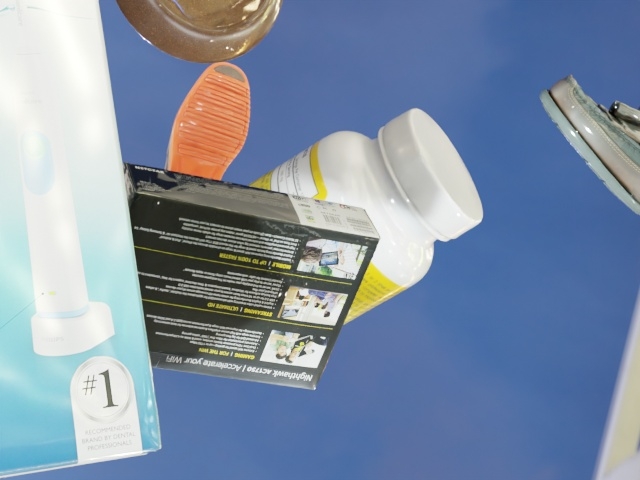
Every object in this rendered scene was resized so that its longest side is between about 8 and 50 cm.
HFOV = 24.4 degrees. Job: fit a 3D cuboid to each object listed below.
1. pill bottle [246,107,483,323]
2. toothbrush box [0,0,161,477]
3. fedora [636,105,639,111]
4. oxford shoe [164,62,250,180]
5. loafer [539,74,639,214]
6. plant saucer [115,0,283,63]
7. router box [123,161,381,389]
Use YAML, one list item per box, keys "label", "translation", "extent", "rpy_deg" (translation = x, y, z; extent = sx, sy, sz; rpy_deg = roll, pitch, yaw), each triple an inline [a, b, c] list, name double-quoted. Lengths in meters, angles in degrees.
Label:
- label: "pill bottle"
  translation: [0.000, 0.000, 1.613]
  extent: [0.334, 0.188, 0.188]
  rpy_deg: [-30, -52, 20]
- label: "toothbrush box"
  translation: [-0.221, -0.016, 0.777]
  extent: [0.216, 0.296, 0.126]
  rpy_deg: [-7, -6, -27]
- label: "fedora"
  translation: [0.473, -0.144, 1.748]
  extent: [0.152, 0.334, 0.334]
  rpy_deg: [42, -32, -1]
- label: "oxford shoe"
  translation: [-0.167, -0.104, 1.941]
  extent: [0.096, 0.271, 0.098]
  rpy_deg: [22, -13, -16]
- label: "loafer"
  translation: [0.305, -0.057, 1.304]
  extent: [0.084, 0.096, 0.267]
  rpy_deg: [-41, -74, 16]
- label: "plant saucer"
  translation: [-0.098, -0.234, 1.241]
  extent: [0.168, 0.168, 0.029]
  rpy_deg: [34, -21, -21]
- label: "router box"
  translation: [-0.066, 0.028, 1.009]
  extent: [0.178, 0.046, 0.133]
  rpy_deg: [11, -63, -24]
